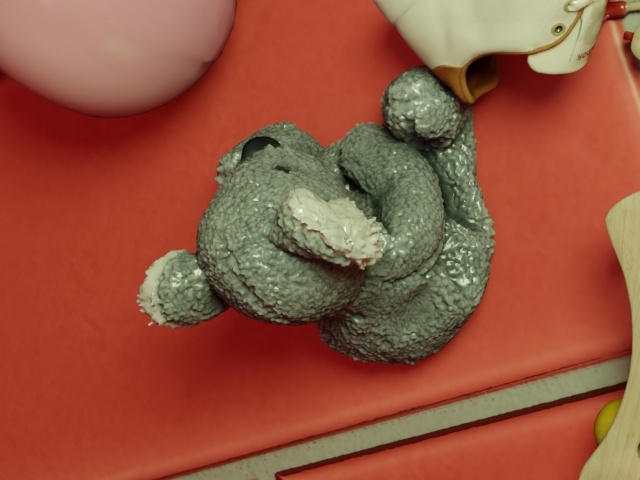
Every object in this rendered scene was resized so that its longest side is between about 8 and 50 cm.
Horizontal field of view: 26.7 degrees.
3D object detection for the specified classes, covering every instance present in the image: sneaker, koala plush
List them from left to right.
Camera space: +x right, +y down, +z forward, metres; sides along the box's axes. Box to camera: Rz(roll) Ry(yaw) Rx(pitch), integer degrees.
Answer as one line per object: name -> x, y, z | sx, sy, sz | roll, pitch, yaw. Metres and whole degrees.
koala plush -> 0.000, 0.000, 0.906 | 0.196, 0.221, 0.203 | -19, 86, 31
sneaker -> 0.161, -0.181, 0.821 | 0.123, 0.106, 0.290 | 55, 140, 0

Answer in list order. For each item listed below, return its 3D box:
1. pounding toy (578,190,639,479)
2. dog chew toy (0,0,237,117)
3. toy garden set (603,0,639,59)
pounding toy -> 0.228, 0.048, 0.814 | 0.154, 0.155, 0.269 | 29, 110, 20
dog chew toy -> -0.120, -0.256, 0.968 | 0.206, 0.206, 0.332 | 38, 106, 21
toy garden set -> 0.253, -0.187, 0.832 | 0.244, 0.049, 0.203 | 13, 102, 29
